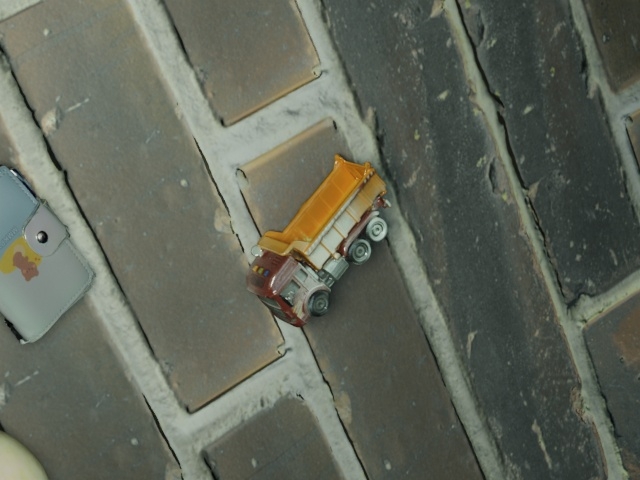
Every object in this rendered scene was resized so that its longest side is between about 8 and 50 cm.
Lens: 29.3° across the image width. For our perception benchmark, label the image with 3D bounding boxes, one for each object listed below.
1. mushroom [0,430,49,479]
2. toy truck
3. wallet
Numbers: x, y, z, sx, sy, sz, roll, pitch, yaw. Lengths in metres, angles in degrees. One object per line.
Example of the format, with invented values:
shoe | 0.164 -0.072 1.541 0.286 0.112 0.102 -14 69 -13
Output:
mushroom | -0.496 0.384 1.712 0.246 0.202 0.246 44 34 -41
toy truck | 0.000 0.000 1.955 0.135 0.114 0.270 45 76 -30
wallet | -0.437 0.016 1.747 0.170 0.069 0.231 -52 122 -31
